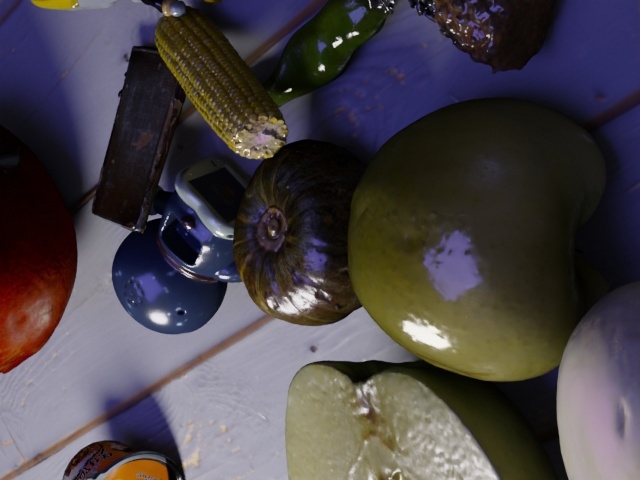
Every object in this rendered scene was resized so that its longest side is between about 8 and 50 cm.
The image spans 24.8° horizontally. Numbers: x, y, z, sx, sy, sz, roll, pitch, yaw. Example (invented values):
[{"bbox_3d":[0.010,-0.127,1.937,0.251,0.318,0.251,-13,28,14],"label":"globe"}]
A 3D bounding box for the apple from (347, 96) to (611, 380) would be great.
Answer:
[{"bbox_3d":[0.156,0.008,1.507,0.258,0.233,0.295,8,114,28],"label":"apple"}]

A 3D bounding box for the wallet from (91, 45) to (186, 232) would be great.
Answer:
[{"bbox_3d":[-0.227,-0.131,1.857,0.122,0.031,0.232,19,94,48],"label":"wallet"}]

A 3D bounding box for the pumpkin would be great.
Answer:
[{"bbox_3d":[0.000,0.000,1.706,0.219,0.162,0.219,-8,78,45],"label":"pumpkin"}]

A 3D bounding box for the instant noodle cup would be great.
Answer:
[{"bbox_3d":[-0.308,0.376,2.178,0.125,0.177,0.208,27,160,49],"label":"instant noodle cup"}]

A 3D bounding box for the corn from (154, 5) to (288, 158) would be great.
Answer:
[{"bbox_3d":[-0.123,-0.190,1.724,0.248,0.081,0.081,54,140,37],"label":"corn"}]

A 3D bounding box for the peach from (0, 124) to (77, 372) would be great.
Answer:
[{"bbox_3d":[-0.526,-0.016,2.049,0.406,0.335,0.310,46,113,21],"label":"peach"}]

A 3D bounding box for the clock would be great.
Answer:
[{"bbox_3d":[-0.174,0.012,1.881,0.199,0.146,0.243,45,126,11],"label":"clock"}]

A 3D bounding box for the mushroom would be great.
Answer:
[{"bbox_3d":[0.362,0.205,1.348,0.356,0.315,0.315,33,129,29],"label":"mushroom"}]

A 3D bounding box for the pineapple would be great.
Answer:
[{"bbox_3d":[0.120,-0.263,1.493,0.237,0.119,0.111,35,170,28],"label":"pineapple"}]

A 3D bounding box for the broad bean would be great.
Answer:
[{"bbox_3d":[-0.023,-0.217,1.686,0.318,0.056,0.098,-16,100,47],"label":"broad bean"}]

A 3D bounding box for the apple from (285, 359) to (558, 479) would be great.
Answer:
[{"bbox_3d":[0.113,0.298,1.660,0.320,0.311,0.360,-13,96,5],"label":"apple"}]

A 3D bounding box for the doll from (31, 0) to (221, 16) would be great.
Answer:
[{"bbox_3d":[-0.245,-0.346,1.793,0.316,0.103,0.145,14,115,31],"label":"doll"}]
